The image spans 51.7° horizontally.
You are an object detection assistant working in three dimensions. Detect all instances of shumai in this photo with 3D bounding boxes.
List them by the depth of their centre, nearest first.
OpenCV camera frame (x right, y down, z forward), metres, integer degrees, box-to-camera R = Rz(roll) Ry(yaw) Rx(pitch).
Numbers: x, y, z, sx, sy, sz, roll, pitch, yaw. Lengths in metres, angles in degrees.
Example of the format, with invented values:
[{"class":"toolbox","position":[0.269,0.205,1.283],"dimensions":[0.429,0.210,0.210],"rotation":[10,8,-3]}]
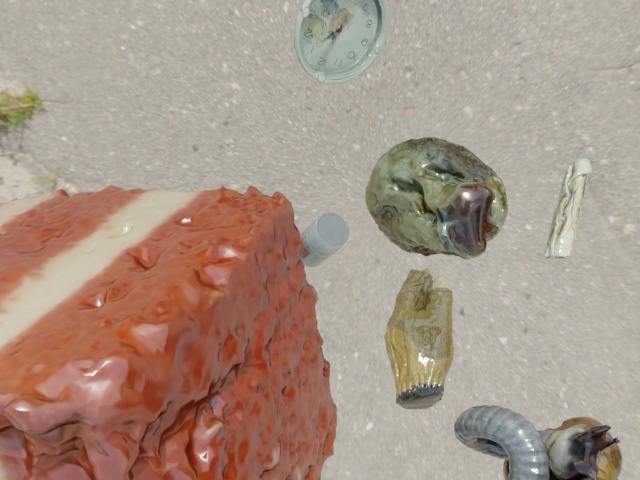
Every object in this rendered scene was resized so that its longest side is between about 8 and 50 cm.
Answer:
[{"class":"shumai","position":[0.180,-0.063,1.148],"dimensions":[0.271,0.203,0.222],"rotation":[-3,103,31]}]

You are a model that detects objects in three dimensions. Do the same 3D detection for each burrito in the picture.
[{"class":"burrito","position":[0.407,-0.054,1.087],"dimensions":[0.041,0.045,0.186],"rotation":[21,74,-12]}]

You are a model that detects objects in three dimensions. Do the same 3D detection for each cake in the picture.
[{"class":"cake","position":[-0.182,0.127,0.503],"dimensions":[0.319,0.270,0.270],"rotation":[1,118,22]}]

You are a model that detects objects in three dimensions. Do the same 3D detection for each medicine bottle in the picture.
[{"class":"medicine bottle","position":[0.000,0.000,1.025],"dimensions":[0.058,0.091,0.058],"rotation":[11,63,-22]}]

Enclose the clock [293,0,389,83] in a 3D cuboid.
[{"class":"clock","position":[0.040,-0.455,1.416],"dimensions":[0.236,0.236,0.053],"rotation":[-47,46,6]}]

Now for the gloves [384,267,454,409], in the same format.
[{"class":"gloves","position":[0.233,0.215,1.550],"dimensions":[0.155,0.203,0.357],"rotation":[15,56,2]}]

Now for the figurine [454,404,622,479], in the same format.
[{"class":"figurine","position":[0.229,0.222,0.305],"dimensions":[0.186,0.382,0.261],"rotation":[-37,107,1]}]
